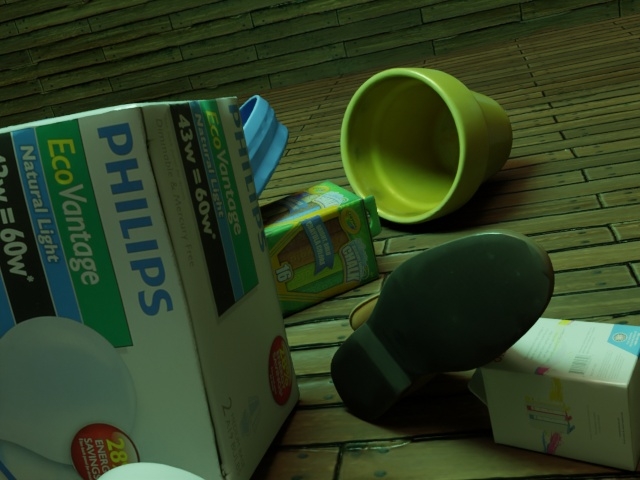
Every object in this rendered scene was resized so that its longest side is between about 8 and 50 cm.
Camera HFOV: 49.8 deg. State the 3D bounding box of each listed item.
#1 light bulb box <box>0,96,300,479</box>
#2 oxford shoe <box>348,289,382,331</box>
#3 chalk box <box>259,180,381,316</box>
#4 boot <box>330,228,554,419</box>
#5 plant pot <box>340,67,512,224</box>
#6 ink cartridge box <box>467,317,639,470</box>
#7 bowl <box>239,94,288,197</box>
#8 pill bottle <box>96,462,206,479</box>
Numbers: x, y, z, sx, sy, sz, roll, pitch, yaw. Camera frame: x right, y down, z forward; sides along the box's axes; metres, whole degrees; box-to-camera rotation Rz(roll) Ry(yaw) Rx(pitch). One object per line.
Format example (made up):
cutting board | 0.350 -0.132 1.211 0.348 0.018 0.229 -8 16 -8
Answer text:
light bulb box | -0.248 0.061 0.697 0.360 0.358 0.225 -8 11 15
oxford shoe | 0.130 0.096 0.803 0.212 0.076 0.076 -7 34 20
chalk box | 0.000 0.000 1.029 0.213 0.133 0.132 -22 23 -15
boot | 0.122 0.071 0.660 0.115 0.112 0.305 -22 -17 -36
plant pot | 0.205 -0.170 1.195 0.254 0.254 0.239 8 16 43
ink cartridge box | 0.218 0.133 0.631 0.143 0.090 0.092 2 27 36
bowl | -0.188 -0.051 1.078 0.391 0.077 0.391 -47 18 20
pill bottle | -0.144 0.282 0.412 0.152 0.152 0.272 -6 23 19
